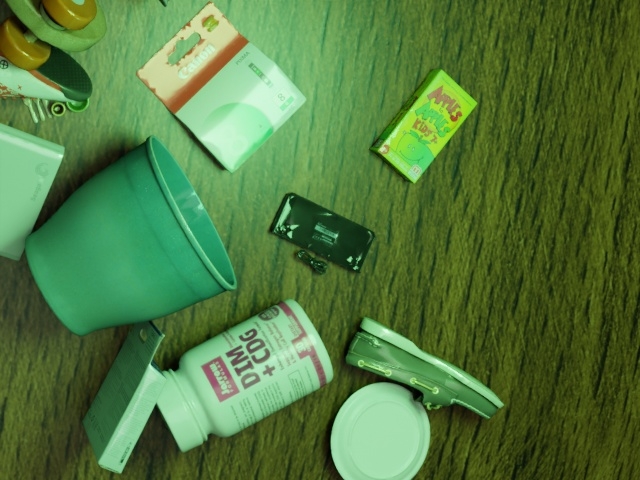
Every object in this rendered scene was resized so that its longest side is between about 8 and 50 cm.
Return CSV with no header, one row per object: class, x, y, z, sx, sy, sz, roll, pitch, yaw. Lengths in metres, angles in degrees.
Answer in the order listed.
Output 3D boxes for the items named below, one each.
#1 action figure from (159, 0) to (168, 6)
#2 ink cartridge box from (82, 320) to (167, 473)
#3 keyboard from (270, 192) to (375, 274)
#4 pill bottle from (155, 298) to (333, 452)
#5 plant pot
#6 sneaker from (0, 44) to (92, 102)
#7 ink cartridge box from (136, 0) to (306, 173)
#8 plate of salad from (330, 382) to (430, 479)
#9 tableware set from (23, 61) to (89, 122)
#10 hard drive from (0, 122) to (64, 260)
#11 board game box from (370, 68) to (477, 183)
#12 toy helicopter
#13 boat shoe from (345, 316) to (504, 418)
action figure,-0.214,-0.567,1.892,0.330,0.178,0.341,-40,78,-14
ink cartridge box,-0.301,0.231,1.916,0.045,0.223,0.224,26,91,-20
keyboard,0.000,0.000,2.084,0.180,0.023,0.108,25,84,-19
pill bottle,-0.136,0.228,2.000,0.283,0.160,0.160,-28,105,-12
plant pot,-0.306,0.016,1.873,0.255,0.272,0.272,-28,106,3
sneaker,-0.497,-0.250,1.842,0.270,0.090,0.145,22,130,-28
ink cartridge box,-0.161,-0.252,1.979,0.181,0.056,0.225,-45,110,-7
plate of salad,0.105,0.353,2.157,0.199,0.048,0.200,0,91,-25
tableware set,-0.431,-0.268,1.905,0.104,0.024,0.154,-21,103,-14
hard drive,-0.575,-0.106,1.844,0.307,0.040,0.203,20,112,-19
board game box,0.180,-0.200,2.099,0.092,0.043,0.181,40,85,-19
toy helicopter,-0.443,-0.439,1.799,0.140,0.235,0.355,-33,98,30
boat shoe,0.185,0.244,2.137,0.305,0.109,0.091,30,89,-13
